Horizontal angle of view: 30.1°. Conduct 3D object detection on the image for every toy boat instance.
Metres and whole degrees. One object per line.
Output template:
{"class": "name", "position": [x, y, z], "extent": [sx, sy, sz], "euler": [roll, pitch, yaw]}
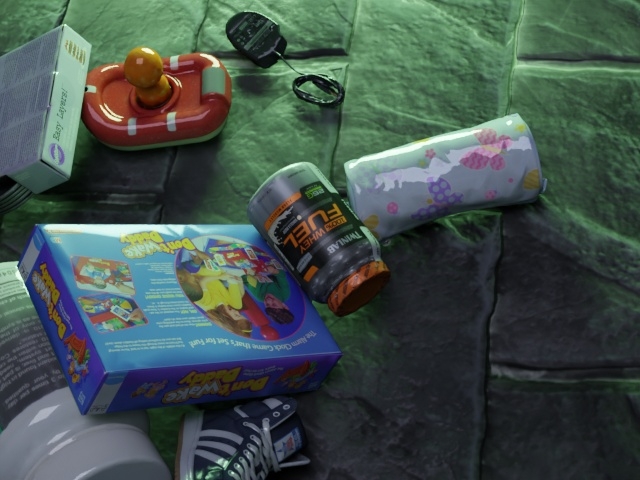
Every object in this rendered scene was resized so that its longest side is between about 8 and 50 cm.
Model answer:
{"class": "toy boat", "position": [-0.254, -0.228, 1.768], "extent": [0.231, 0.151, 0.151], "euler": [-7, 58, 7]}

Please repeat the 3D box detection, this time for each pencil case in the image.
{"class": "pencil case", "position": [0.166, -0.082, 1.619], "extent": [0.273, 0.113, 0.124], "euler": [-17, 77, 2]}

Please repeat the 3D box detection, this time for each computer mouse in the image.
{"class": "computer mouse", "position": [-0.055, -0.275, 1.830], "extent": [0.071, 0.041, 0.242], "euler": [-46, 68, -7]}

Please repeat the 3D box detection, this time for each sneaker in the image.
{"class": "sneaker", "position": [-0.087, 0.271, 1.404], "extent": [0.153, 0.099, 0.282], "euler": [-11, 21, -1]}

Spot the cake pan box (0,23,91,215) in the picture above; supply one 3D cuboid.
{"class": "cake pan box", "position": [-0.463, -0.166, 1.768], "extent": [0.245, 0.070, 0.267], "euler": [-22, 52, 31]}

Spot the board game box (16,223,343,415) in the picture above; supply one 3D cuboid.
{"class": "board game box", "position": [-0.171, 0.087, 1.478], "extent": [0.347, 0.078, 0.233], "euler": [0, 46, -40]}

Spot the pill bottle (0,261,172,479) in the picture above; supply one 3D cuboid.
{"class": "pill bottle", "position": [-0.337, 0.206, 1.465], "extent": [0.204, 0.204, 0.361], "euler": [-34, 51, -10]}

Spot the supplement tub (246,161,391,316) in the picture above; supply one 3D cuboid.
{"class": "supplement tub", "position": [0.000, 0.000, 1.555], "extent": [0.117, 0.117, 0.190], "euler": [-35, 70, -11]}
